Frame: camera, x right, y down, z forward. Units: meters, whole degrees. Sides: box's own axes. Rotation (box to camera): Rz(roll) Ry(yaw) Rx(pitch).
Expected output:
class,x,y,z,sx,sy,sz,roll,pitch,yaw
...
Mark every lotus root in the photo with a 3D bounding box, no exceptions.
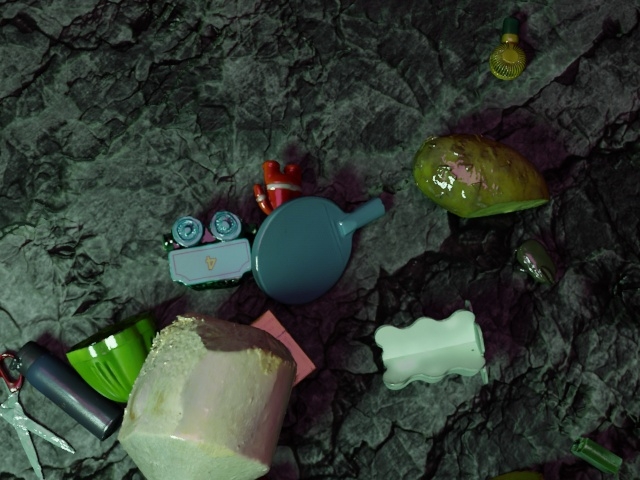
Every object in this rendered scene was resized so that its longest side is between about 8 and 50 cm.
class,x,y,z,sx,sy,sz,roll,pitch,yaw
lotus root,-0.370,0.245,1.411,0.186,0.186,0.186,0,75,-1

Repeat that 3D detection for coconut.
class,x,y,z,sx,sy,sz,roll,pitch,yaw
coconut,-0.205,0.309,1.310,0.297,0.297,0.310,17,63,3

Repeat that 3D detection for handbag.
class,x,y,z,sx,sy,sz,roll,pitch,yaw
handbag,0.452,0.050,1.534,0.072,0.047,0.111,-32,78,-15

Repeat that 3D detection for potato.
class,x,y,z,sx,sy,sz,roll,pitch,yaw
potato,0.336,-0.128,1.533,0.298,0.141,0.176,14,84,3

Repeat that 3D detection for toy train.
class,x,y,z,sx,sy,sz,roll,pitch,yaw
toy train,0.538,0.419,1.431,0.093,0.056,0.038,31,78,7
toy train,-0.220,0.022,1.498,0.197,0.107,0.155,-8,83,-3

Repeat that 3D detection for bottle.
class,x,y,z,sx,sy,sz,roll,pitch,yaw
bottle,-0.492,0.288,1.431,0.244,0.082,0.072,35,118,7

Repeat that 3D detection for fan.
class,x,y,z,sx,sy,sz,roll,pitch,yaw
fan,0.430,-0.443,1.674,0.082,0.039,0.155,8,74,1

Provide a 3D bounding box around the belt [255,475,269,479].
class,x,y,z,sx,sy,sz,roll,pitch,yaw
belt,-0.172,0.511,1.349,0.200,0.128,0.124,-25,76,-13

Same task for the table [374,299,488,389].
class,x,y,z,sx,sy,sz,roll,pitch,yaw
table,0.211,0.216,1.434,0.198,0.166,0.167,-12,75,3

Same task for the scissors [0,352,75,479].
class,x,y,z,sx,sy,sz,roll,pitch,yaw
scissors,-0.592,0.351,1.440,0.144,0.017,0.248,-43,81,-11

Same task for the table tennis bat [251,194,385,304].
class,x,y,z,sx,sy,sz,roll,pitch,yaw
table tennis bat,0.000,0.000,1.490,0.329,0.044,0.215,-31,114,-28

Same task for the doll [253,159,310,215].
class,x,y,z,sx,sy,sz,roll,pitch,yaw
doll,-0.073,-0.045,1.524,0.142,0.076,0.245,5,74,-34

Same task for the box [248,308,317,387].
class,x,y,z,sx,sy,sz,roll,pitch,yaw
box,-0.088,0.225,1.485,0.087,0.023,0.155,-37,79,-13

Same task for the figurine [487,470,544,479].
class,x,y,z,sx,sy,sz,roll,pitch,yaw
figurine,0.380,0.603,1.330,0.167,0.187,0.316,-18,83,-5
